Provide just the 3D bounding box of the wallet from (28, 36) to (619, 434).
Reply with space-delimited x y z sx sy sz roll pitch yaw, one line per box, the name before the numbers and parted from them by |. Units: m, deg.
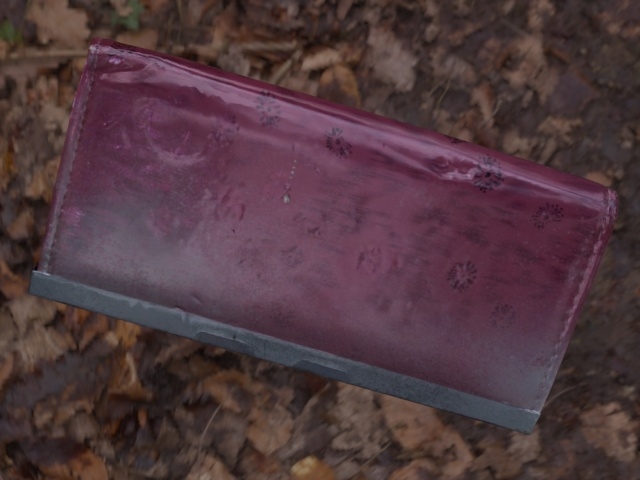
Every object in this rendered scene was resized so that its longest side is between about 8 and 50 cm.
wallet | 0.000 0.000 0.548 0.232 0.025 0.119 16 112 -4
